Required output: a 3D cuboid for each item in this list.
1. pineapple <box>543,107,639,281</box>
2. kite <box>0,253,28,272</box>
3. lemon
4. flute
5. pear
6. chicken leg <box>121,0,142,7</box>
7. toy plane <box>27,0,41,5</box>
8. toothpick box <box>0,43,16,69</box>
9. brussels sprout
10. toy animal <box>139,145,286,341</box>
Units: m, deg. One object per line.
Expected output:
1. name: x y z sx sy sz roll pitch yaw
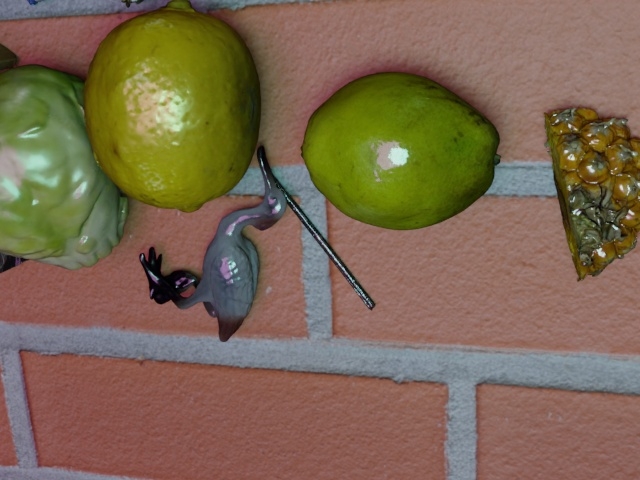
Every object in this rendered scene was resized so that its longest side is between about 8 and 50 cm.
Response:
1. pineapple: 0.381 -0.056 1.129 0.140 0.164 0.249 -11 100 12
2. kite: -0.511 -0.016 1.482 0.286 0.015 0.152 -8 104 19
3. lemon: -0.204 -0.181 1.215 0.261 0.260 0.284 18 132 11
4. flute: 0.000 0.000 1.335 0.014 0.014 0.269 -37 94 23
5. pear: 0.105 -0.118 1.165 0.269 0.212 0.212 4 107 10
6. chicken leg: -0.237 -0.440 1.233 0.103 0.088 0.227 11 106 0
7. toy plane: -0.477 -0.401 1.341 0.167 0.054 0.062 20 136 10
8. toothpick box: -0.658 -0.208 1.384 0.187 0.190 0.308 36 117 2
9. brussels sprout: -0.441 -0.106 1.326 0.274 0.242 0.316 -8 110 -6
10. toy animal: -0.143 0.030 1.345 0.324 0.090 0.195 -39 93 25
